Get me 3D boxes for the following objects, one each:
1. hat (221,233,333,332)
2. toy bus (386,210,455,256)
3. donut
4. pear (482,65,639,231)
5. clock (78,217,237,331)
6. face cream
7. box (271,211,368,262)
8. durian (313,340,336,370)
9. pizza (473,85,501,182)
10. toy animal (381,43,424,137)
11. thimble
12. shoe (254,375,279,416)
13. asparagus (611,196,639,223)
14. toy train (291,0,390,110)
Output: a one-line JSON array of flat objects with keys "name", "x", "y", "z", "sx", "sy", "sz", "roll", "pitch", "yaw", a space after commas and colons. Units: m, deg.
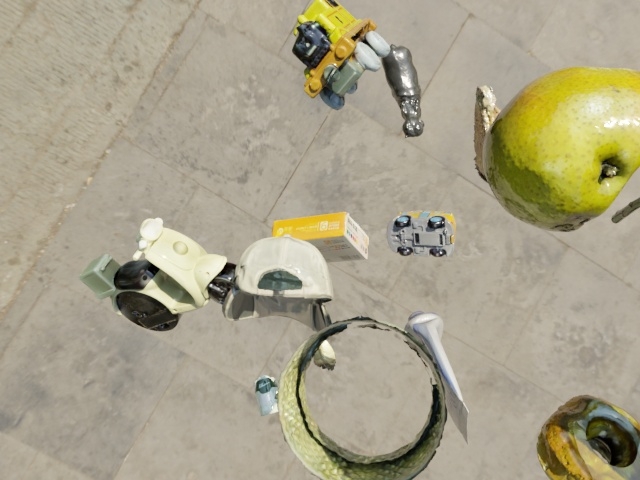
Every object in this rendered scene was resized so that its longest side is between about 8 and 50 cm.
[{"name": "hat", "x": -0.072, "y": 0.100, "z": 1.028, "sx": 0.231, "sy": 0.275, "sz": 0.161, "roll": 12, "pitch": 53, "yaw": 9}, {"name": "toy bus", "x": 0.323, "y": -0.030, "z": 1.574, "sx": 0.209, "sy": 0.136, "sz": 0.126, "roll": 2, "pitch": 117, "yaw": 26}, {"name": "donut", "x": 0.743, "y": 0.561, "z": 1.338, "sx": 0.329, "sy": 0.330, "sz": 0.160, "roll": -4, "pitch": 125, "yaw": -8}, {"name": "pear", "x": 0.191, "y": -0.082, "z": 0.409, "sx": 0.103, "sy": 0.141, "sz": 0.141, "roll": 26, "pitch": 89, "yaw": 2}, {"name": "clock", "x": -0.367, "y": 0.089, "z": 1.173, "sx": 0.378, "sy": 0.120, "sz": 0.276, "roll": -25, "pitch": 121, "yaw": 31}, {"name": "face cream", "x": 0.381, "y": 0.400, "z": 1.589, "sx": 0.137, "sy": 0.421, "sz": 0.235, "roll": -17, "pitch": 135, "yaw": -2}, {"name": "box", "x": 0.000, "y": 0.000, "z": 1.675, "sx": 0.273, "sy": 0.221, "sz": 0.091, "roll": -6, "pitch": 65, "yaw": 23}, {"name": "durian", "x": 0.012, "y": 0.261, "z": 1.157, "sx": 0.052, "sy": 0.130, "sz": 0.066, "roll": 2, "pitch": 108, "yaw": -4}, {"name": "pizza", "x": 0.338, "y": -0.208, "z": 0.993, "sx": 0.052, "sy": 0.185, "sz": 0.196, "roll": -11, "pitch": 105, "yaw": 2}, {"name": "toy animal", "x": 0.296, "y": -0.505, "z": 1.726, "sx": 0.106, "sy": 0.168, "sz": 0.344, "roll": -16, "pitch": 83, "yaw": 17}, {"name": "thimble", "x": 0.076, "y": 0.261, "z": 0.846, "sx": 0.270, "sy": 0.150, "sz": 0.271, "roll": -1, "pitch": 83, "yaw": 11}, {"name": "shoe", "x": -0.154, "y": 0.461, "z": 1.527, "sx": 0.094, "sy": 0.265, "sz": 0.110, "roll": -15, "pitch": 80, "yaw": -9}, {"name": "asparagus", "x": 0.358, "y": -0.048, "z": 0.555, "sx": 0.016, "sy": 0.163, "sz": 0.016, "roll": -19, "pitch": 72, "yaw": 2}, {"name": "toy train", "x": 0.018, "y": -0.261, "z": 0.681, "sx": 0.127, "sy": 0.219, "sz": 0.089, "roll": 40, "pitch": 123, "yaw": -10}]
